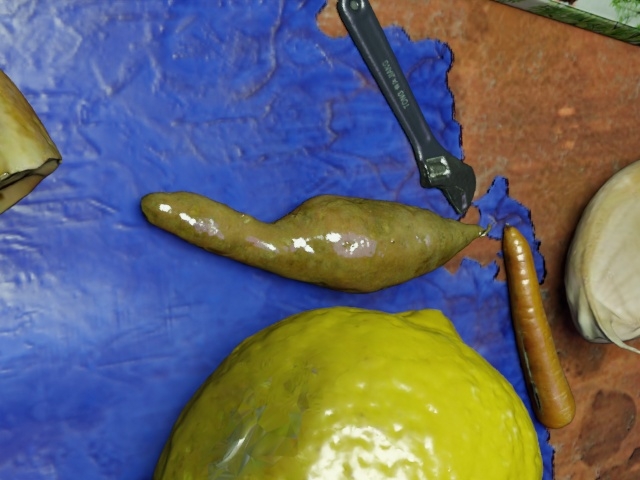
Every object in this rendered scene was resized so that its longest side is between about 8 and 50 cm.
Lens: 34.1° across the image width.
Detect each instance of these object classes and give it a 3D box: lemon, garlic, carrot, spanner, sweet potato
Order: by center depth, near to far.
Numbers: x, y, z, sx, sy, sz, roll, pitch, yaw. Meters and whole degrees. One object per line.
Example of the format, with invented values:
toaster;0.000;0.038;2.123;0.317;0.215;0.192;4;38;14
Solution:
lemon;0.012;0.183;0.695;0.253;0.253;0.310;41;75;-26
sweet potato;-0.003;0.001;0.772;0.270;0.075;0.074;4;93;-21
spanner;0.071;-0.109;0.837;0.046;0.012;0.208;-39;111;-21
garlic;0.299;0.012;0.891;0.245;0.164;0.145;-25;124;-19
carrot;0.186;0.076;0.905;0.037;0.037;0.190;-22;104;-26

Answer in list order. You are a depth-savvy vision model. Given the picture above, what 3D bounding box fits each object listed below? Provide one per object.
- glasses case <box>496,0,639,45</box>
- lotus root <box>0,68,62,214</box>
glasses case;0.200;-0.238;0.868;0.272;0.062;0.095;8;91;-29
lotus root;-0.261;-0.071;0.564;0.199;0.188;0.179;-26;93;-23
